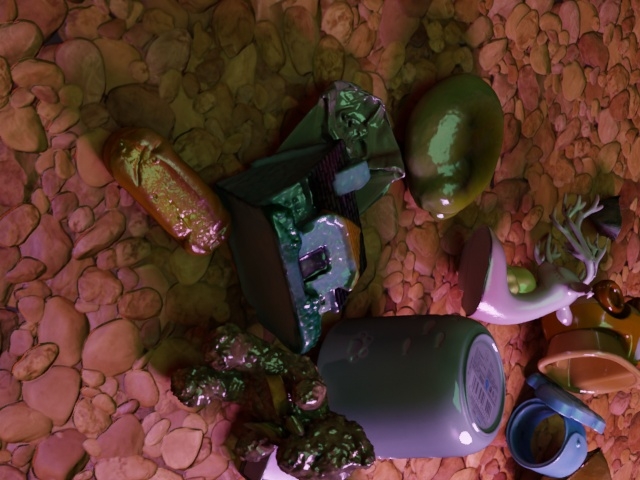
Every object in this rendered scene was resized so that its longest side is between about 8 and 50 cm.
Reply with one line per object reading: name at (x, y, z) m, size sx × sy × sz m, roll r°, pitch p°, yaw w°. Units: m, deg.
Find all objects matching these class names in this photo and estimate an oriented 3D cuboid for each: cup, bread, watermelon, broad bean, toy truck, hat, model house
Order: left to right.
bread at (-0.238, -0.075, 1.316) m, size 0.102 × 0.094 × 0.245 m, roll -47°, pitch 122°, yaw -13°
model house at (0.000, 0.000, 1.404) m, size 0.248 × 0.230 × 0.281 m, roll -24°, pitch 119°, yaw -23°
hat at (0.018, -0.156, 1.504) m, size 0.244 × 0.149 × 0.214 m, roll -37°, pitch 113°, yaw 18°
cup at (0.198, 0.246, 1.553) m, size 0.356 × 0.274 × 0.260 m, roll -33°, pitch 111°, yaw -53°
broad bean at (0.260, -0.185, 1.640) m, size 0.238 × 0.119 × 0.291 m, roll 26°, pitch 82°, yaw -36°
bread at (0.585, 0.603, 1.962) m, size 0.262 × 0.162 × 0.204 m, roll -33°, pitch 157°, yaw -25°
toy truck at (0.617, 0.219, 1.895) m, size 0.288 × 0.204 × 0.212 m, roll 26°, pitch 57°, yaw -34°
watermelon at (0.686, -0.048, 1.996) m, size 0.180 × 0.081 × 0.094 m, roll -22°, pitch 93°, yaw -68°

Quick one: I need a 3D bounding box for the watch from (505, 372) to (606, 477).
watch at (0.520, 0.432, 1.921) m, size 0.211 × 0.211 × 0.193 m, roll 30°, pitch 95°, yaw -36°

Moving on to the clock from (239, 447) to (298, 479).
clock at (-0.047, 0.369, 1.546) m, size 0.144 × 0.073 × 0.194 m, roll 29°, pitch 81°, yaw -36°

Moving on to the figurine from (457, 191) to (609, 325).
figurine at (0.459, 0.039, 1.762) m, size 0.315 × 0.206 × 0.284 m, roll 12°, pitch 56°, yaw -17°

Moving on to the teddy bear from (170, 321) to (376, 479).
teddy bear at (-0.082, 0.293, 1.381) m, size 0.296 × 0.223 × 0.246 m, roll 17°, pitch 130°, yaw -33°
